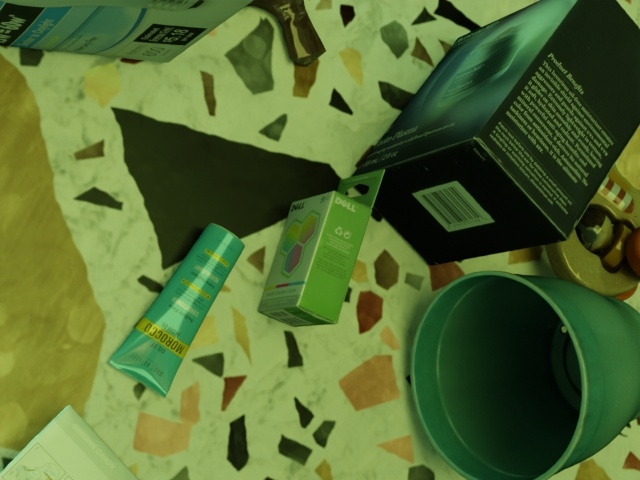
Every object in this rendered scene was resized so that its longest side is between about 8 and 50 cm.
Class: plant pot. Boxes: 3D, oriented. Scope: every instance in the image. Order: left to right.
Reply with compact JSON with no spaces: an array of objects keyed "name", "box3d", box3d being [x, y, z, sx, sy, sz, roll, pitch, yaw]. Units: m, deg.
[{"name":"plant pot","box3d":[0.301,0.171,1.551,0.255,0.271,0.272,-1,84,-44]}]

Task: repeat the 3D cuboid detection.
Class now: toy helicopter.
[{"name":"toy helicopter","box3d":[0.378,-0.089,1.710,0.234,0.140,0.355,10,68,-18]}]

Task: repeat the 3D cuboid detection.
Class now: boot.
[{"name":"boot","box3d":[-0.051,-0.273,1.528,0.106,0.037,0.114,-23,100,-27]}]

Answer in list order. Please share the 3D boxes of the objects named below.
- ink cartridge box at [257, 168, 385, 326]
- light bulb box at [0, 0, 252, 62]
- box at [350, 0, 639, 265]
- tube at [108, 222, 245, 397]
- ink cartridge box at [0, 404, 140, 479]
[{"name":"ink cartridge box","box3d":[0.000,0.000,1.478,0.062,0.109,0.209,26,72,-25]},{"name":"light bulb box","box3d":[-0.266,-0.351,1.233,0.361,0.358,0.225,1,81,-28]},{"name":"box","box3d":[0.238,-0.145,1.521,0.183,0.296,0.294,46,64,-16]},{"name":"tube","box3d":[-0.165,0.078,1.417,0.080,0.052,0.207,33,75,-11]},{"name":"ink cartridge box","box3d":[-0.282,0.358,1.308,0.239,0.060,0.275,-46,105,-26]}]
